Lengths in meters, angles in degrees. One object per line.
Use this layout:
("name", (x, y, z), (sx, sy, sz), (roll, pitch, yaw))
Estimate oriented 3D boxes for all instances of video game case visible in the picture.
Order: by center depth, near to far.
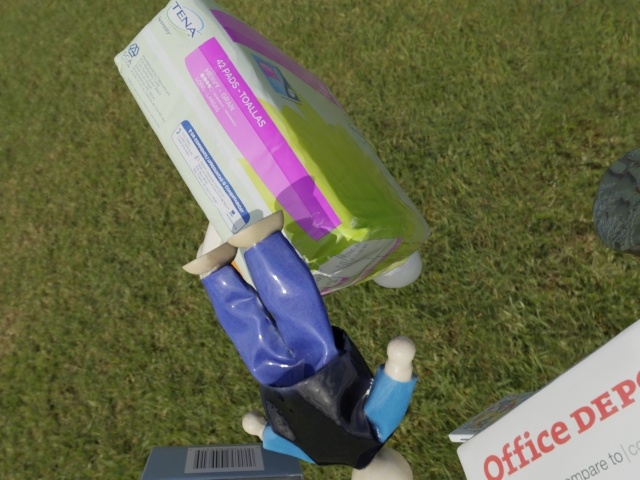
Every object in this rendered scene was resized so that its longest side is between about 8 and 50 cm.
("video game case", (0.470, 0.460, 1.431), (0.226, 0.206, 0.026), (-24, 79, -21))

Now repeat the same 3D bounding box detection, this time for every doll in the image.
("doll", (-0.001, 0.078, 0.319), (0.129, 0.046, 0.189), (-28, 94, 27))

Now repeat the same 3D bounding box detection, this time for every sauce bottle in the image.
("sauce bottle", (0.457, -0.004, 0.562), (0.344, 0.111, 0.112), (14, 61, -10))

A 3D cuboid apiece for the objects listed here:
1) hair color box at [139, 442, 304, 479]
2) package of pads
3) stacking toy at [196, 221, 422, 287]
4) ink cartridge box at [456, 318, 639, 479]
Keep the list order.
("hair color box", (-0.121, 0.449, 0.654), (0.185, 0.113, 0.375), (1, 90, -10))
("package of pads", (-0.012, -0.065, 0.501), (0.101, 0.296, 0.229), (-38, 79, 17))
("stacking toy", (0.000, 0.000, 1.204), (0.479, 0.351, 0.351), (19, 67, -5))
("ink cartridge box", (0.208, 0.187, 0.262), (0.197, 0.114, 0.273), (-57, 35, 39))
